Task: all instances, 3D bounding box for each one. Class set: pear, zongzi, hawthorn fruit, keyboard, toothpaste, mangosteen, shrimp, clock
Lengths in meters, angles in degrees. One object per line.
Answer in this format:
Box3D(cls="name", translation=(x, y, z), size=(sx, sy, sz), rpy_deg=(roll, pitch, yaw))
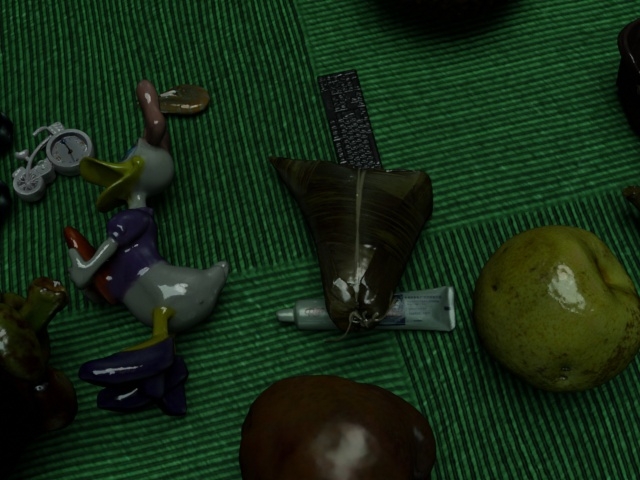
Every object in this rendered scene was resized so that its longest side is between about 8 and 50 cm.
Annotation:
Box3D(cls="pear", translation=(0.269, 0.085, 0.926), size=(0.197, 0.197, 0.197), rpy_deg=(-1, 66, 2))
Box3D(cls="zongzi", translation=(0.000, 0.000, 1.004), size=(0.241, 0.111, 0.248), rpy_deg=(12, 53, 19))
Box3D(cls="hawthorn fruit", translation=(-0.001, 0.248, 0.870), size=(0.248, 0.208, 0.208), rpy_deg=(8, 64, 33))
Box3D(cls="keyboard", translation=(0.044, -0.159, 1.132), size=(0.061, 0.013, 0.204), rpy_deg=(-11, 66, -3))
Box3D(cls="toothpaste", translation=(0.059, 0.092, 1.011), size=(0.233, 0.038, 0.060), rpy_deg=(-2, 70, -1))
Box3D(cls="mangosteen", translation=(-0.433, 0.182, 0.866), size=(0.313, 0.297, 0.297), rpy_deg=(8, 64, -23))
Box3D(cls="shrimp", translation=(-0.217, -0.210, 1.166), size=(0.108, 0.023, 0.059), rpy_deg=(3, 57, 5))
Box3D(cls="clock", translation=(-0.387, -0.112, 1.120), size=(0.087, 0.041, 0.129), rpy_deg=(40, 69, 14))

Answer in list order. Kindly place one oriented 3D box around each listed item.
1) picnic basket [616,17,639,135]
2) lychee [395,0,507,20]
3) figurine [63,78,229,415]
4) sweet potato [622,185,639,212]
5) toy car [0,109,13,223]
Box3D(cls="picnic basket", translation=(0.554, -0.222, 1.072), size=(0.296, 0.129, 0.223), rpy_deg=(-20, 68, -5))
Box3D(cls="lychee", translation=(0.180, -0.446, 1.132), size=(0.267, 0.267, 0.268), rpy_deg=(-1, 66, 2))
Box3D(cls="figurine", translation=(-0.222, 0.008, 0.999), size=(0.193, 0.154, 0.421), rpy_deg=(-14, 68, -9))
Box3D(cls="sweet potato", translation=(0.537, 0.034, 0.950), size=(0.157, 0.158, 0.370), rpy_deg=(-33, 64, -11))
Box3D(cls="toy car", translation=(-0.539, -0.121, 1.054), size=(0.190, 0.188, 0.255), rpy_deg=(-12, 66, 6))
